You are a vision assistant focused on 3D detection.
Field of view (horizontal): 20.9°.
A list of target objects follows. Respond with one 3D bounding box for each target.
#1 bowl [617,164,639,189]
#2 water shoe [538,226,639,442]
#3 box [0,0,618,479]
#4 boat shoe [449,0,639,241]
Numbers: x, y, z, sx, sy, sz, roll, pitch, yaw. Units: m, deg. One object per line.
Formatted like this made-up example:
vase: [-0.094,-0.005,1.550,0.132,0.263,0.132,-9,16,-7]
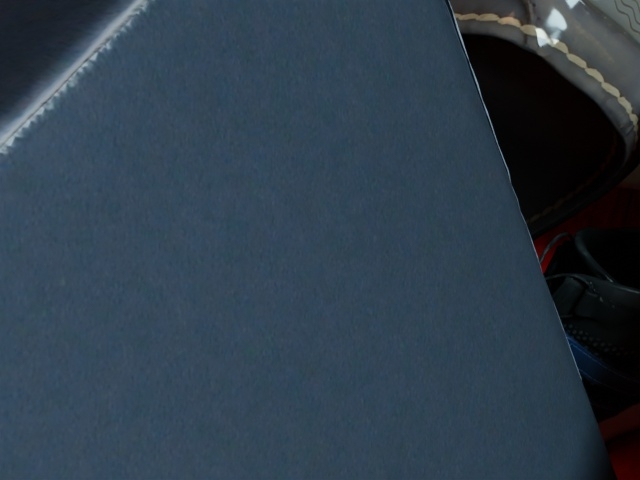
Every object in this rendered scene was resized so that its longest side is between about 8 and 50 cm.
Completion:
bowl: [0.161,-0.177,0.755,0.311,0.163,0.311,-3,40,2]
water shoe: [0.089,0.031,0.626,0.203,0.080,0.073,-19,30,7]
box: [-0.142,0.062,0.520,0.395,0.293,0.212,-1,36,34]
boat shoe: [0.000,0.000,0.639,0.355,0.132,0.130,-30,29,59]
